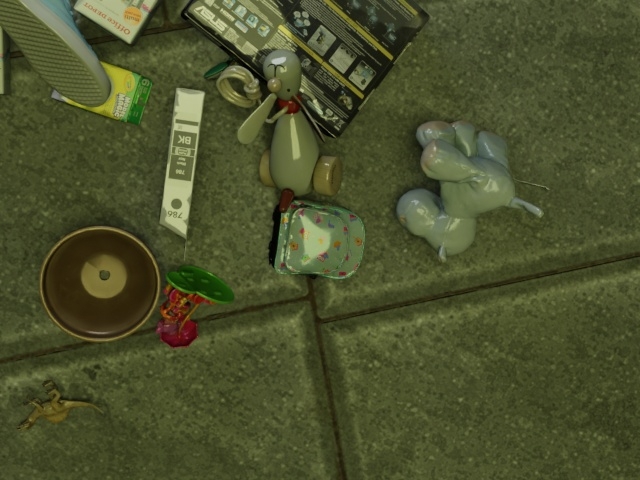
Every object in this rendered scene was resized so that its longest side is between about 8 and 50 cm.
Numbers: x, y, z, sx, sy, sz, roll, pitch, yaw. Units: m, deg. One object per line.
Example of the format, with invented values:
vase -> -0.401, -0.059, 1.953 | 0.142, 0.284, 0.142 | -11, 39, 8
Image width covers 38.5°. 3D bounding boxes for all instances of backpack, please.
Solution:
backpack -> 0.000, 0.000, 1.897 | 0.188, 0.144, 0.166 | 6, 93, -17

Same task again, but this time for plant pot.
plant pot -> -0.443, 0.080, 1.857 | 0.237, 0.110, 0.237 | -2, 100, -9

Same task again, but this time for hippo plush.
hippo plush -> 0.293, -0.094, 1.921 | 0.294, 0.234, 0.236 | 30, 125, 3

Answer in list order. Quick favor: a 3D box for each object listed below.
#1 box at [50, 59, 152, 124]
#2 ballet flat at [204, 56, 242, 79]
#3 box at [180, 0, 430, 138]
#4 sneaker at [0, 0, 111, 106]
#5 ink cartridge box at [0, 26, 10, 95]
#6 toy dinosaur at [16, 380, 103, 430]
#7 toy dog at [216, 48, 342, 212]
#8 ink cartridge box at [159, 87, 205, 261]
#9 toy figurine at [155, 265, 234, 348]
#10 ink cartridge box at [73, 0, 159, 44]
box -> -0.435, -0.304, 1.830 | 0.179, 0.043, 0.105 | 17, 96, -12
ballet flat -> -0.182, -0.353, 1.863 | 0.114, 0.041, 0.041 | -38, 103, 0
box -> -0.027, -0.445, 1.819 | 0.395, 0.097, 0.318 | 37, 91, -17
sneaker -> -0.507, -0.425, 1.726 | 0.366, 0.135, 0.150 | 51, 46, -23
ink cartridge box -> -0.670, -0.369, 1.767 | 0.127, 0.072, 0.175 | 0, 99, -9
toy dinosaur -> -0.555, 0.343, 1.923 | 0.183, 0.053, 0.093 | -16, 117, 2
toy dog -> -0.072, -0.187, 1.775 | 0.220, 0.161, 0.334 | -11, 130, 31
ink cartridge box -> -0.278, -0.135, 1.818 | 0.065, 0.165, 0.333 | 6, 97, -9
toy figurine -> -0.284, 0.151, 1.882 | 0.130, 0.173, 0.159 | 40, 107, 30
ink cartridge box -> -0.373, -0.481, 1.766 | 0.128, 0.127, 0.176 | 31, 94, -13
